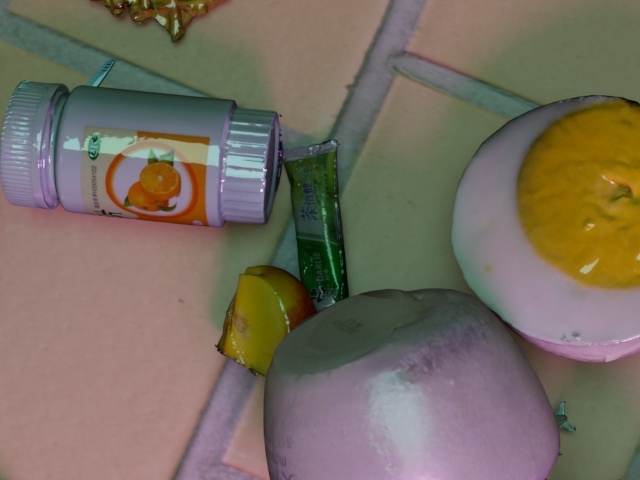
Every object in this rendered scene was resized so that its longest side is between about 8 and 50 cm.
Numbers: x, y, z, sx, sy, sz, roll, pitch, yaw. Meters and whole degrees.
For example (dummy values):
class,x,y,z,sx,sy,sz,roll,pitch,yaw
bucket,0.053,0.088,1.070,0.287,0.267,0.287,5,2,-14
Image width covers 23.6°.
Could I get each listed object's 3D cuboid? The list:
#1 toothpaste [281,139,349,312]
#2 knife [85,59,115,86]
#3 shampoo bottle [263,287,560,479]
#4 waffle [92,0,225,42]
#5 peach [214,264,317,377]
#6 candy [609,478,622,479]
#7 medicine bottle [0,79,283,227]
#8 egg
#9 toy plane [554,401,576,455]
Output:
class,x,y,z,sx,sy,sz,roll,pitch,yaw
toothpaste,0.000,0.000,1.884,0.078,0.047,0.248,-10,78,18
knife,-0.292,-0.196,1.952,0.014,0.005,0.091,37,83,10
shampoo bottle,0.098,0.219,1.694,0.322,0.322,0.317,-17,101,0
waffle,-0.204,-0.394,1.961,0.245,0.052,0.254,39,84,7
peach,-0.056,0.101,1.826,0.118,0.151,0.151,13,80,-16
candy,0.329,0.342,1.689,0.088,0.276,0.146,-44,80,-5
medicine bottle,-0.211,-0.102,1.855,0.318,0.158,0.158,5,80,4
egg,0.331,0.010,1.785,0.337,0.201,0.337,-11,59,19
toy plane,0.261,0.223,1.837,0.083,0.033,0.080,-19,80,7
